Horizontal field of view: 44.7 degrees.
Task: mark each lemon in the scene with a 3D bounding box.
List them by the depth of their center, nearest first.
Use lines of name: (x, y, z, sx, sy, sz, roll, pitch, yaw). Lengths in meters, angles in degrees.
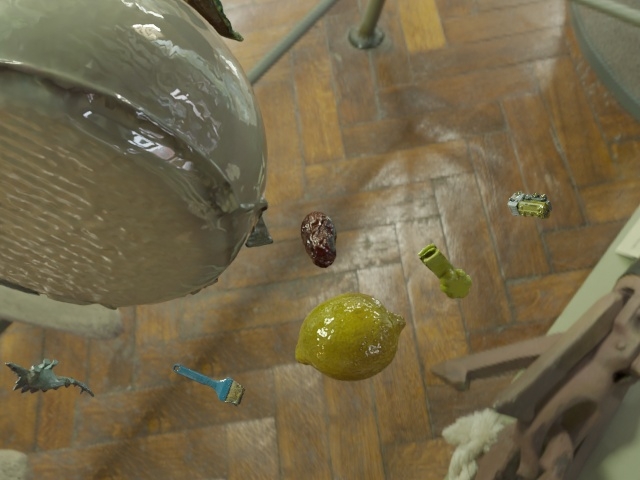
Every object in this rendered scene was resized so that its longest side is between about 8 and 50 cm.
lemon: (0.061, 0.203, 1.627, 0.244, 0.187, 0.186, -14, 57, -1)

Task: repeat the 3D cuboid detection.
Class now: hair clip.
hair clip: (0.293, 0.076, 1.784, 0.072, 0.173, 0.046, -36, 33, 8)

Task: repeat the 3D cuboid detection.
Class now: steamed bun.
steamed bun: (-0.227, -0.111, 0.730, 0.375, 0.374, 0.241, 1, 59, 9)

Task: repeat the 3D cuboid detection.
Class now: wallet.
wallet: (-0.210, -0.132, 1.877, 0.041, 0.247, 0.322, -23, 86, 9)

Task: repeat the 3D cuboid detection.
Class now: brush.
brush: (-0.240, 0.300, 1.653, 0.164, 0.014, 0.051, 21, 95, 7)

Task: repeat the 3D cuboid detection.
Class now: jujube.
jujube: (0.000, 0.000, 1.586, 0.077, 0.077, 0.129, -14, 48, -1)

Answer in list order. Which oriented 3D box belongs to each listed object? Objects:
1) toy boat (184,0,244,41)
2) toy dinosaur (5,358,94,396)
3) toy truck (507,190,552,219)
toy boat: (-0.229, -0.503, 1.474, 0.099, 0.292, 0.108, -32, 30, -28)
toy dinosaur: (-0.477, 0.245, 1.368, 0.082, 0.209, 0.039, -27, 57, 17)
toy truck: (0.553, -0.089, 2.049, 0.063, 0.052, 0.123, -45, 32, -24)
